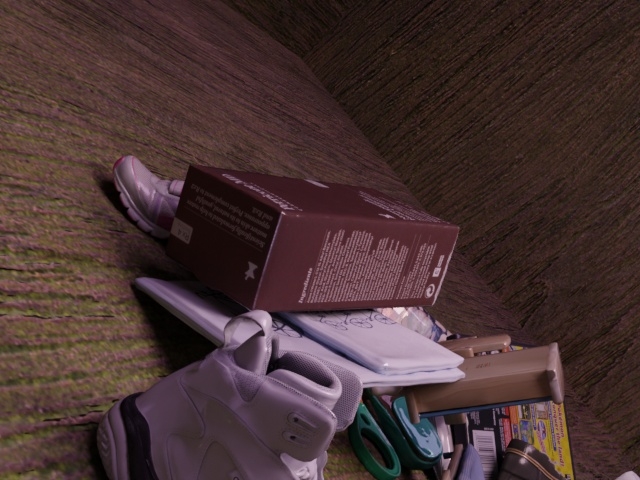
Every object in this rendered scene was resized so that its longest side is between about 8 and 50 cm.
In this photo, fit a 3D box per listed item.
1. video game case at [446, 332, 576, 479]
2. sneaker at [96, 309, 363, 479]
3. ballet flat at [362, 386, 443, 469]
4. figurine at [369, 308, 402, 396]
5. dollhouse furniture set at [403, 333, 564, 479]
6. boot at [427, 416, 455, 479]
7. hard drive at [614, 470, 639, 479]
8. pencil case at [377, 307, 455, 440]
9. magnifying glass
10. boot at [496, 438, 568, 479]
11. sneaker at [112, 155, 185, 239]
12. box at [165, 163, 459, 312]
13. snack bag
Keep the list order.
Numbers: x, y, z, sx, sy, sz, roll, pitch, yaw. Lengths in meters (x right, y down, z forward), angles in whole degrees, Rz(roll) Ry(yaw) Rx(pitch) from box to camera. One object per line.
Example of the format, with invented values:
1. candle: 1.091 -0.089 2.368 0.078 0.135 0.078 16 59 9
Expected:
1. video game case: 0.329 0.308 1.422 0.248 0.035 0.275 11 65 -31
2. sneaker: -0.021 0.242 0.745 0.366 0.210 0.137 49 15 6
3. ballet flat: 0.107 0.255 1.322 0.083 0.087 0.247 -9 60 -34
4. figurine: 0.019 0.136 1.248 0.214 0.092 0.209 4 27 -21
5. dollhouse furniture set: 0.266 0.310 1.183 0.286 0.198 0.303 -25 104 -71
6. boot: 0.172 0.329 1.364 0.069 0.086 0.190 30 49 -67
7. hard drive: 0.451 0.535 1.261 0.047 0.233 0.353 44 15 -14
8. pencil case: 0.149 0.183 1.468 0.410 0.160 0.183 44 -8 -13
9. magnifying glass: 0.062 0.270 1.274 0.092 0.026 0.231 35 18 -39
10. boot: 0.341 0.431 1.324 0.198 0.137 0.077 42 -24 -10
11. sneaker: -0.189 -0.045 1.215 0.252 0.111 0.103 41 16 -20
12. box: 0.000 0.000 1.155 0.191 0.143 0.381 28 18 39
13. snack bag: -0.028 0.104 1.062 0.342 0.037 0.323 5 17 -47
